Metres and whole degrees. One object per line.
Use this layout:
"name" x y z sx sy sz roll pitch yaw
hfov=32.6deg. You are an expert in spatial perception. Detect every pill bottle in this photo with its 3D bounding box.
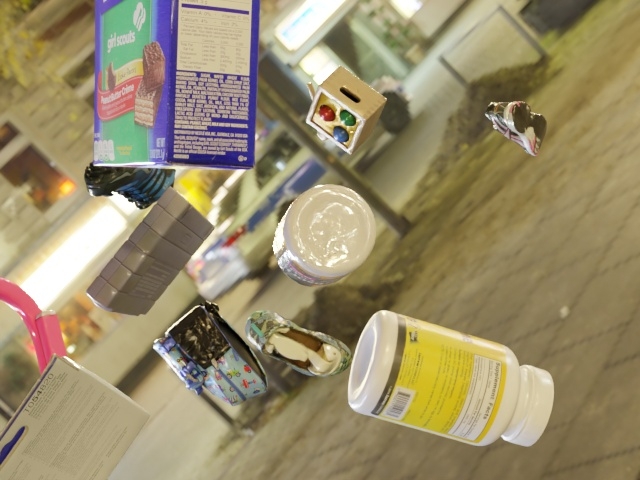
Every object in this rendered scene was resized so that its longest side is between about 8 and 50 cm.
"pill bottle" 0.232 0.255 1.948 0.188 0.334 0.188 -163 90 -80
"pill bottle" 0.000 0.000 1.978 0.162 0.162 0.278 -47 0 -11

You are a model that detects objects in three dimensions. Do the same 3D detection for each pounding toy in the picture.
"pounding toy" 0.020 -0.269 2.367 0.094 0.181 0.206 -47 -11 -33

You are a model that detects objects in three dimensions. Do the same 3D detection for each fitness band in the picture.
"fitness band" -0.449 0.184 1.509 0.209 0.291 0.054 -3 -19 -42

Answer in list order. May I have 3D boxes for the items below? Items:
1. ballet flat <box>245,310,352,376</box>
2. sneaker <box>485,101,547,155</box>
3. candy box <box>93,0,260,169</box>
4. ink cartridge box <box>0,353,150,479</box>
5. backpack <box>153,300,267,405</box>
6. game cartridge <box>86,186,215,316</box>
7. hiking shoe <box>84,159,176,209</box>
"ballet flat" -0.022 0.155 1.507 0.070 0.188 0.070 -32 46 40
"sneaker" 0.361 -0.217 2.031 0.178 0.077 0.072 39 -108 -55
"candy box" -0.180 -0.246 1.327 0.268 0.122 0.317 6 94 60
"ink cartridge box" -0.311 0.242 1.208 0.223 0.045 0.224 -56 -29 -12
"backpack" -0.166 0.192 1.724 0.117 0.173 0.158 -40 4 -11
"game cartridge" -0.294 0.029 1.923 0.230 0.068 0.355 -48 -5 -4
"hiking shoe" -0.372 -0.121 2.242 0.113 0.132 0.304 3 17 23
